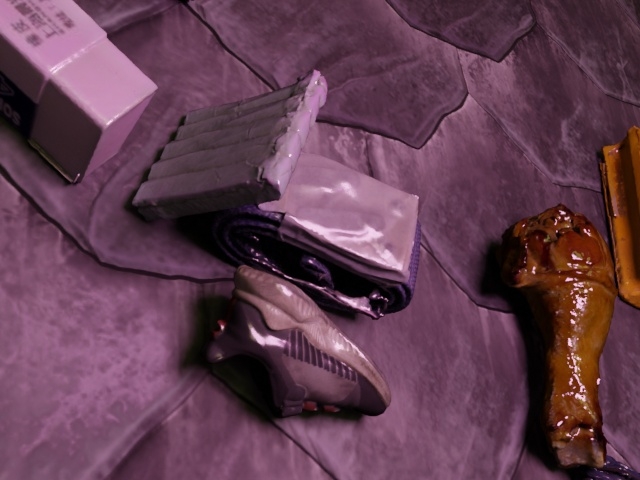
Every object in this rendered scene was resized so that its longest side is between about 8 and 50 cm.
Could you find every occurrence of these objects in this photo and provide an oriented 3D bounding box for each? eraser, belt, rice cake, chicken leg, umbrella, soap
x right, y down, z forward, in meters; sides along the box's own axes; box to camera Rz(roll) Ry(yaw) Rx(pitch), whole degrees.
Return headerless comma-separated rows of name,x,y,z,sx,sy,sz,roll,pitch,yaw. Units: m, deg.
eraser,-0.300,-0.198,0.669,0.287,0.130,0.086,45,51,-6
belt,0.000,0.000,0.750,0.231,0.139,0.126,25,53,-14
rice cake,-0.090,-0.095,0.713,0.037,0.198,0.189,53,40,-33
chicken leg,0.315,0.090,0.915,0.211,0.140,0.361,38,45,-22
umbrella,0.433,0.328,0.905,0.248,0.071,0.070,19,55,-24
soap,0.589,-0.024,1.197,0.204,0.096,0.324,24,53,-22

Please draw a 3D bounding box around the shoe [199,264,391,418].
shoe,-0.025,0.124,0.701,0.112,0.099,0.227,-48,117,-13
